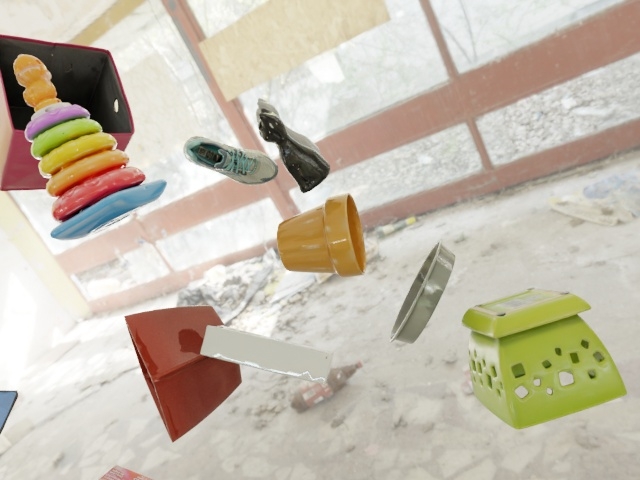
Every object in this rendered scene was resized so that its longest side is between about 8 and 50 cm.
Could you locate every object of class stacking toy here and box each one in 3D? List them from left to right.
[{"bbox_3d":[-0.416,-0.164,0.807,0.165,0.302,0.175,-25,10,17],"label":"stacking toy"}]

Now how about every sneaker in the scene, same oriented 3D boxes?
[{"bbox_3d":[-0.260,-0.223,1.409,0.282,0.110,0.122,12,8,-12],"label":"sneaker"}]

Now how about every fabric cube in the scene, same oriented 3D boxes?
[{"bbox_3d":[-0.635,-0.290,1.175,0.259,0.254,0.258,-8,-20,-41],"label":"fabric cube"}]

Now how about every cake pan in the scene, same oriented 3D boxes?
[{"bbox_3d":[0.261,0.136,1.237,0.293,0.054,0.293,-62,-8,-15],"label":"cake pan"}]

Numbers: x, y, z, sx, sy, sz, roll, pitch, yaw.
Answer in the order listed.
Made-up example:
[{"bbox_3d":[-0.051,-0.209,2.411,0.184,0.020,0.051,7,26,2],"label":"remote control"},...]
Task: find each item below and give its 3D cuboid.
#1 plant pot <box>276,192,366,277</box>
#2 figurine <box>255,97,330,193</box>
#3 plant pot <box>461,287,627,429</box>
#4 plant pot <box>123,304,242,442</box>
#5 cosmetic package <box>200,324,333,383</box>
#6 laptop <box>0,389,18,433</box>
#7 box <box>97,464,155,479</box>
[{"bbox_3d":[0.000,0.000,1.210,0.187,0.205,0.205,-11,21,14],"label":"plant pot"},{"bbox_3d":[-0.083,-0.243,1.167,0.092,0.209,0.215,-38,27,8],"label":"figurine"},{"bbox_3d":[0.424,0.219,0.988,0.227,0.207,0.228,-16,-1,-3],"label":"plant pot"},{"bbox_3d":[-0.367,0.333,1.357,0.235,0.267,0.267,-22,42,-26],"label":"plant pot"},{"bbox_3d":[-0.098,0.217,0.935,0.239,0.061,0.099,12,-11,7],"label":"cosmetic package"},{"bbox_3d":[-0.709,0.363,0.633,0.381,0.236,0.408,-5,-4,17],"label":"laptop"},{"bbox_3d":[-0.529,0.769,1.395,0.256,0.128,0.122,10,16,21],"label":"box"}]
